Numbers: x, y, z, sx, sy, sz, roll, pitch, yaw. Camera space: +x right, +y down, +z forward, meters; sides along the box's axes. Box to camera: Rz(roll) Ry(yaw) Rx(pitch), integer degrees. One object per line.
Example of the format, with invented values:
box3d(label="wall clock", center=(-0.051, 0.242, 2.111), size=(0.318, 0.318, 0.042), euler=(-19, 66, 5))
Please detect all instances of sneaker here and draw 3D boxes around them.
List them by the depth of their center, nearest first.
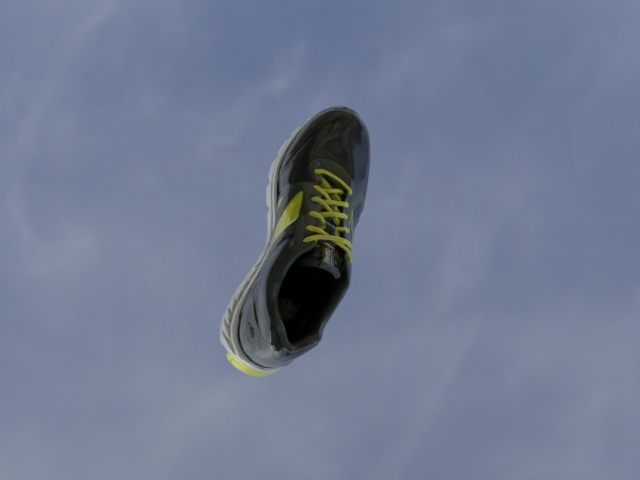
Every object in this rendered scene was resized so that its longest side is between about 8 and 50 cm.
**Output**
box3d(label="sneaker", center=(0.000, 0.000, 0.398), size=(0.031, 0.035, 0.083), euler=(23, -104, -23))
